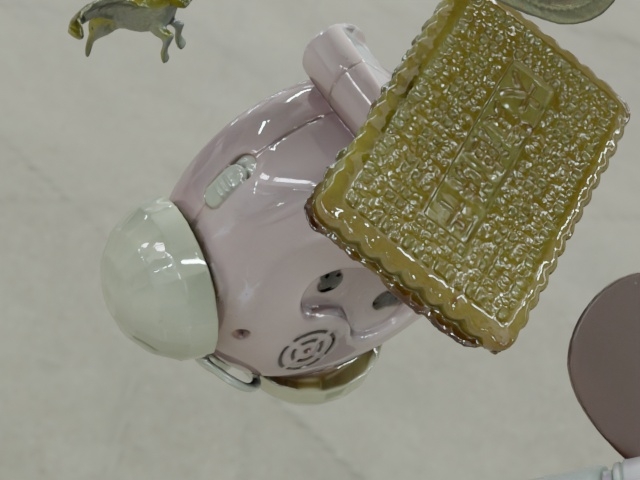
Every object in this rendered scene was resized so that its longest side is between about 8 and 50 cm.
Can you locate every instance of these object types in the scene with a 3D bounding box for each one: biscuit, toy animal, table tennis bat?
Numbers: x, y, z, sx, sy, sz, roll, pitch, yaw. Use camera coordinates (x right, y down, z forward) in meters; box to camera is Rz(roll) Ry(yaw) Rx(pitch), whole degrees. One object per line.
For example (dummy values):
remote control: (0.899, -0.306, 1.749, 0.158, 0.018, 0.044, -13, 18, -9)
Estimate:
biscuit: (0.111, -0.056, 1.348, 0.172, 0.029, 0.254, 37, 57, -8)
toy animal: (-0.177, -0.210, 1.862, 0.095, 0.155, 0.219, 32, 44, 2)
table tennis bat: (0.320, 0.147, 1.627, 0.274, 0.154, 0.021, 48, -14, -9)

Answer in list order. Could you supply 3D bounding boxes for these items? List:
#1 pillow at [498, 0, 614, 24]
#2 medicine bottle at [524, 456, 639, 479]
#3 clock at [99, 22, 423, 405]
pillow: (0.046, -0.168, 0.806, 0.217, 0.130, 0.033, 17, 12, 38)
medicine bottle: (0.196, 0.226, 1.588, 0.183, 0.069, 0.119, -16, -2, 14)
clock: (0.000, 0.000, 1.717, 0.342, 0.326, 0.184, 31, 25, -49)
